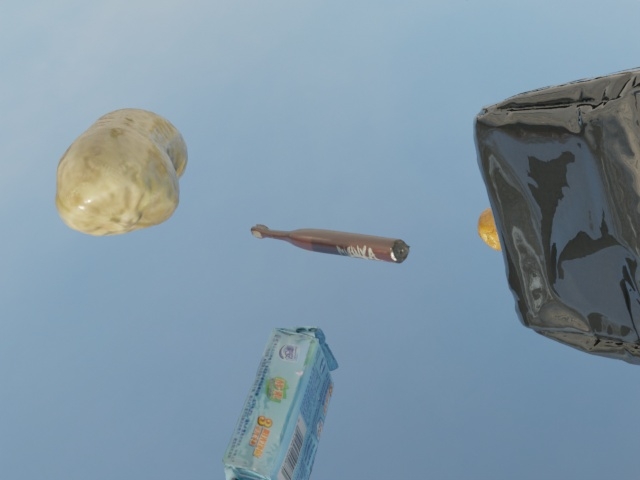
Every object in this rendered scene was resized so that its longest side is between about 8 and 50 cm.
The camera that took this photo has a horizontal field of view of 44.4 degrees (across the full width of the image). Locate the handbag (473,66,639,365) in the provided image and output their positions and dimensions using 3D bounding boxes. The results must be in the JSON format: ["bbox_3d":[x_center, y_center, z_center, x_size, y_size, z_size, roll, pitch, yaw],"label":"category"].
[{"bbox_3d":[0.315,-0.033,0.822,0.178,0.301,0.275,-23,-166,-21],"label":"handbag"}]

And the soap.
[{"bbox_3d":[-0.052,0.259,1.089,0.077,0.156,0.293,4,-131,19],"label":"soap"}]

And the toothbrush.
[{"bbox_3d":[-0.001,0.001,1.269,0.364,0.040,0.041,7,-140,49],"label":"toothbrush"}]

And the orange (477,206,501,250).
[{"bbox_3d":[0.310,-0.022,1.341,0.070,0.083,0.083,-43,-140,-19],"label":"orange"}]

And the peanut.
[{"bbox_3d":[-0.226,-0.083,0.922,0.122,0.137,0.253,-39,-160,17],"label":"peanut"}]
